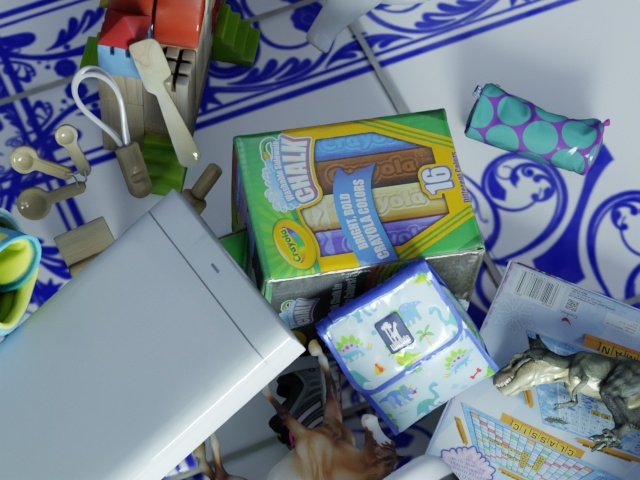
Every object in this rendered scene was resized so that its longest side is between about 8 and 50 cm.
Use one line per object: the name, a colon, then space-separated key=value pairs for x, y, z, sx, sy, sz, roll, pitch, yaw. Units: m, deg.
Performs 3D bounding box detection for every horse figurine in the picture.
horse figurine: x=-0.042 y=0.221 z=1.902 sx=0.263 sy=0.066 sz=0.174 roll=-41 pitch=60 yaw=19

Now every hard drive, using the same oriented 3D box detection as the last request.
hard drive: x=-0.211 y=0.142 z=1.893 sx=0.353 sy=0.047 sz=0.233 roll=-42 pitch=53 yaw=2

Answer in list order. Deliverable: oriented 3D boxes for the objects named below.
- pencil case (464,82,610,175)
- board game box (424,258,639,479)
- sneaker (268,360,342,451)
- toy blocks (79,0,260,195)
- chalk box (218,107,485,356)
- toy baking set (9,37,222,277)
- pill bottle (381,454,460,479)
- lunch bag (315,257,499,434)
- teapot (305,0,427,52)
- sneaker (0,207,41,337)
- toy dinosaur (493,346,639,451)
pencil case: x=0.237 y=-0.125 z=2.181 sx=0.151 sy=0.064 sz=0.070 roll=20 pitch=76 yaw=8
board game box: x=0.278 y=0.212 z=1.976 sx=0.318 sy=0.066 sz=0.318 roll=22 pitch=60 yaw=10
sneaker: x=-0.014 y=0.199 z=1.971 sx=0.074 sy=0.063 sz=0.170 roll=-2 pitch=57 yaw=-1
toy blocks: x=-0.163 y=-0.279 z=2.136 sx=0.190 sy=0.261 sz=0.381 roll=10 pitch=59 yaw=2
chalk box: x=0.000 y=0.000 z=2.023 sx=0.289 sy=0.180 sz=0.179 roll=-7 pitch=59 yaw=-9
toy baking set: x=-0.206 y=-0.073 z=2.035 sx=0.196 sy=0.256 sz=0.030 roll=38 pitch=16 yaw=-12
pill bottle: x=0.130 y=0.375 z=1.780 sx=0.188 sy=0.188 sz=0.334 roll=-33 pitch=78 yaw=-21
lunch bag: x=0.083 y=0.098 z=1.935 sx=0.129 sy=0.151 sz=0.096 roll=-32 pitch=37 yaw=6
teapot: x=0.063 y=-0.369 z=2.261 sx=0.256 sy=0.187 sz=0.252 roll=-17 pitch=78 yaw=-43
sneaker: x=-0.383 y=-0.013 z=1.991 sx=0.208 sy=0.127 sz=0.319 roll=-29 pitch=67 yaw=23
toy dinosaur: x=0.308 y=0.159 z=1.937 sx=0.268 sy=0.064 sz=0.118 roll=4 pitch=51 yaw=-5
